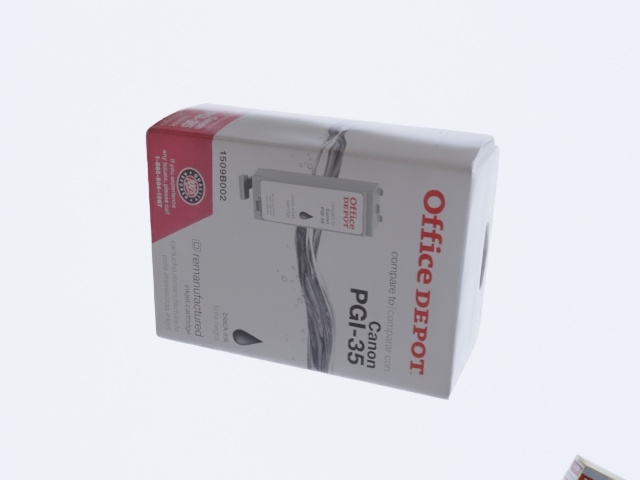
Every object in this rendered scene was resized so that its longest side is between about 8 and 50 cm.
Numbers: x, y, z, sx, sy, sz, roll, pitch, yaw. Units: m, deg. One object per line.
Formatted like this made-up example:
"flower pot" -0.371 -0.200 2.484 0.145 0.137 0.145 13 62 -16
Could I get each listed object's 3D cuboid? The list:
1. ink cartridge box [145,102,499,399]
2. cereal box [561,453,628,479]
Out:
"ink cartridge box" 0.000 0.000 0.703 0.282 0.117 0.207 9 -68 18
"cereal box" 0.367 0.434 1.073 0.172 0.047 0.240 28 -85 -3
